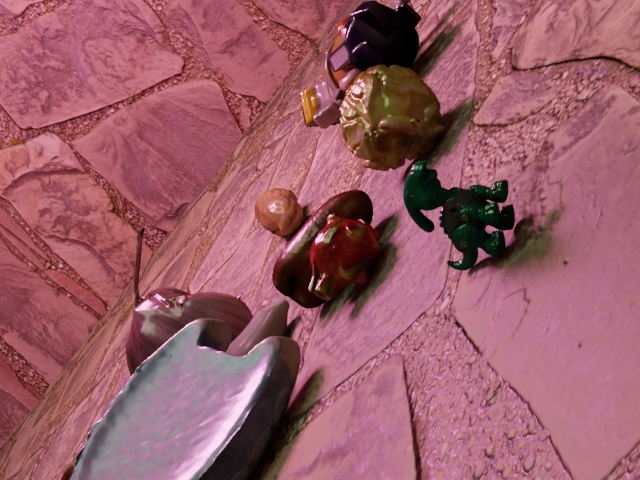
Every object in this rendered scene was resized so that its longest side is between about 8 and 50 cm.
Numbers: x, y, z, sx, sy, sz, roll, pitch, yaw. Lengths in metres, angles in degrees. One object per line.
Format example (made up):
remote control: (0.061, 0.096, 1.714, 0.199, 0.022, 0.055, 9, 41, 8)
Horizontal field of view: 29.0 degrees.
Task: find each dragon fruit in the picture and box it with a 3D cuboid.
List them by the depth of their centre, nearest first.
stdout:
dragon fruit: (0.024, 0.023, 1.491, 0.116, 0.081, 0.086, -56, 22, -16)

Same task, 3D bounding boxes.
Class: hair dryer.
hair dryer: (-0.128, 0.207, 1.652, 0.237, 0.075, 0.206, -56, 2, 30)

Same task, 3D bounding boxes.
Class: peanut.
peanut: (-0.068, -0.050, 2.096, 0.080, 0.080, 0.174, -54, 15, 0)

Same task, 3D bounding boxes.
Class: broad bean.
broad bean: (0.010, 0.006, 1.587, 0.165, 0.084, 0.114, -53, -2, -17)

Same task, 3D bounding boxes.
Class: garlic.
garlic: (-0.200, 0.108, 1.868, 0.207, 0.256, 0.207, -17, -13, -4)

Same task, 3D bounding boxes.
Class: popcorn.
popcorn: (0.090, -0.164, 1.643, 0.141, 0.135, 0.162, -23, 12, 26)

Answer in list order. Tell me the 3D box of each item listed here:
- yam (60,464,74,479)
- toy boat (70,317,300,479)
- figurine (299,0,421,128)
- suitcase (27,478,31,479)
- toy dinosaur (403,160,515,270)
yam: (-0.386, 0.416, 2.010, 0.317, 0.071, 0.067, -178, 87, -76)
toy boat: (-0.152, 0.243, 1.430, 0.215, 0.123, 0.330, 10, 55, 38)
figurine: (0.075, -0.305, 2.092, 0.308, 0.143, 0.308, -162, 90, -74)
suitcase: (-0.337, 0.422, 1.304, 0.194, 0.283, 0.434, -10, 0, -15)
toy dinosaur: (0.128, -0.020, 1.153, 0.096, 0.132, 0.059, 7, 45, 24)
